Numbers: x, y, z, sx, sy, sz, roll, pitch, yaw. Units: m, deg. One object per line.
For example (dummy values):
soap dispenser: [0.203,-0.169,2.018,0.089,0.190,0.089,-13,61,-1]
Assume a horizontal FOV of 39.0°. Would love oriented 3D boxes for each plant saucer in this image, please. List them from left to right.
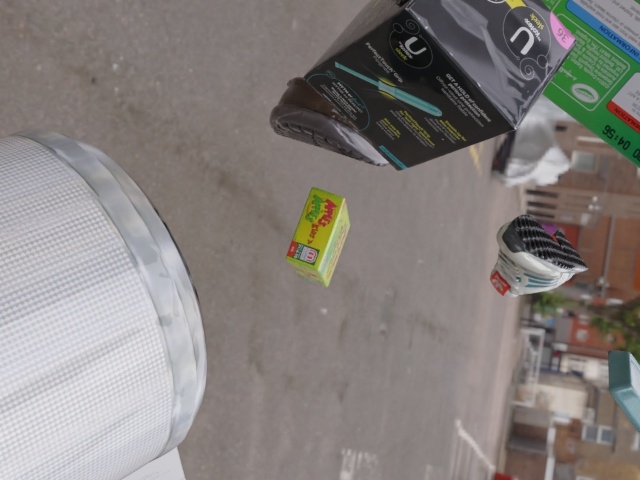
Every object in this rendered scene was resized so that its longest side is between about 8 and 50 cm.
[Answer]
plant saucer: [0.281,0.170,0.697,0.192,0.018,0.067,52,25,-7]

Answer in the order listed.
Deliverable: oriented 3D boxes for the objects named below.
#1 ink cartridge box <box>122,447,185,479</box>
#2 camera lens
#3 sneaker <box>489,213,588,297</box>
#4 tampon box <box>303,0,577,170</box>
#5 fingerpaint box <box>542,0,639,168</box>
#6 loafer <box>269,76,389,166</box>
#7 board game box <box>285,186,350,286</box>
ink cartridge box: [-0.180,0.179,0.805,0.134,0.078,0.231,56,-19,27]
camera lens: [-0.218,0.070,0.500,0.274,0.219,0.219,-26,128,-39]
sneaker: [0.182,0.025,0.807,0.161,0.075,0.057,10,45,-59]
tampon box: [0.089,-0.142,0.707,0.101,0.120,0.161,-53,-163,-23]
fingerpaint box: [0.285,-0.312,0.947,0.371,0.444,0.163,-47,173,-43]
loafer: [0.057,-0.167,1.044,0.366,0.133,0.130,-17,124,-67]
board game box: [0.000,0.000,1.135,0.181,0.043,0.092,66,43,-80]
